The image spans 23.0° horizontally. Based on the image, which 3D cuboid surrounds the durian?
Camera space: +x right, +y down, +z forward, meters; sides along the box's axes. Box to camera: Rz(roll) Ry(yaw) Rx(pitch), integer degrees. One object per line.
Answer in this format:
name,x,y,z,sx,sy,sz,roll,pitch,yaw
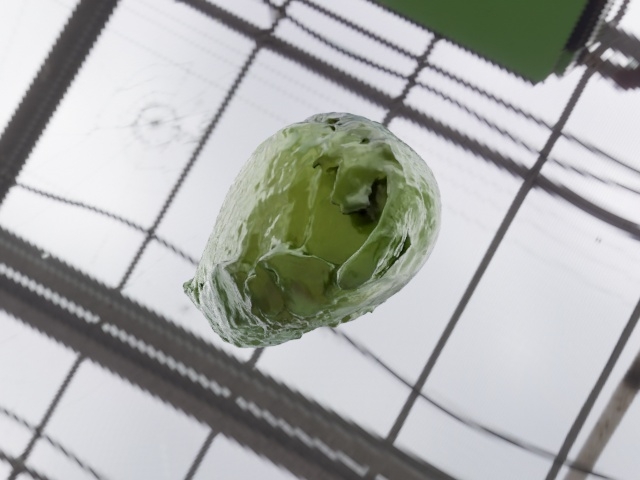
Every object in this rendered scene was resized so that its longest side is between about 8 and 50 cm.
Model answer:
durian,0.000,0.000,0.872,0.101,0.250,0.139,31,-111,-19
